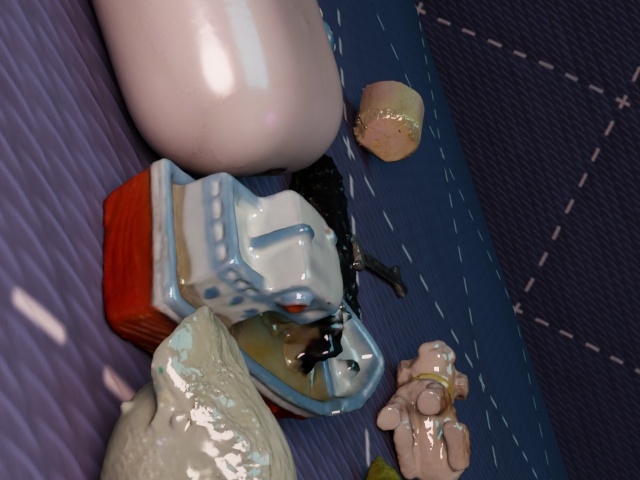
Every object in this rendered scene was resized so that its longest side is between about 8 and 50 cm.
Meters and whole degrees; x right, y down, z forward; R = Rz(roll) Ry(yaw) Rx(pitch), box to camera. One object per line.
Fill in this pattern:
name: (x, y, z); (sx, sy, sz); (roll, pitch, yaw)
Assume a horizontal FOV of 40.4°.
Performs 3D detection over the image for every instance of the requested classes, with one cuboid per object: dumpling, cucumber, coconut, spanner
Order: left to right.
dumpling: (-0.053, 0.146, 0.515); (0.152, 0.108, 0.219); (-12, 107, -51)
cucumber: (0.000, -0.001, 0.945); (0.072, 0.072, 0.300); (54, 23, -45)
spanner: (0.083, 0.040, 1.249); (0.254, 0.015, 0.054); (33, 40, -65)
coconut: (0.110, -0.199, 1.412); (0.122, 0.116, 0.116); (-81, 149, -47)

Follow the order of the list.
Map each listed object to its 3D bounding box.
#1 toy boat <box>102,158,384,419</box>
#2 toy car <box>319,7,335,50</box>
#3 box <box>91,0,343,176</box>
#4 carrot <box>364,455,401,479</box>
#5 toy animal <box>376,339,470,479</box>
toy boat: (-0.026, 0.055, 0.690); (0.332, 0.133, 0.145); (47, 29, -55)
toy car: (-0.017, -0.215, 0.951); (0.126, 0.098, 0.161); (63, -27, 12)
box: (-0.096, -0.223, 0.743); (0.288, 0.141, 0.349); (-16, 89, -72)
carrot: (0.089, 0.383, 0.836); (0.074, 0.074, 0.358); (46, 27, -55)
toy animal: (0.151, 0.237, 1.126); (0.185, 0.104, 0.184); (-71, 138, -71)
